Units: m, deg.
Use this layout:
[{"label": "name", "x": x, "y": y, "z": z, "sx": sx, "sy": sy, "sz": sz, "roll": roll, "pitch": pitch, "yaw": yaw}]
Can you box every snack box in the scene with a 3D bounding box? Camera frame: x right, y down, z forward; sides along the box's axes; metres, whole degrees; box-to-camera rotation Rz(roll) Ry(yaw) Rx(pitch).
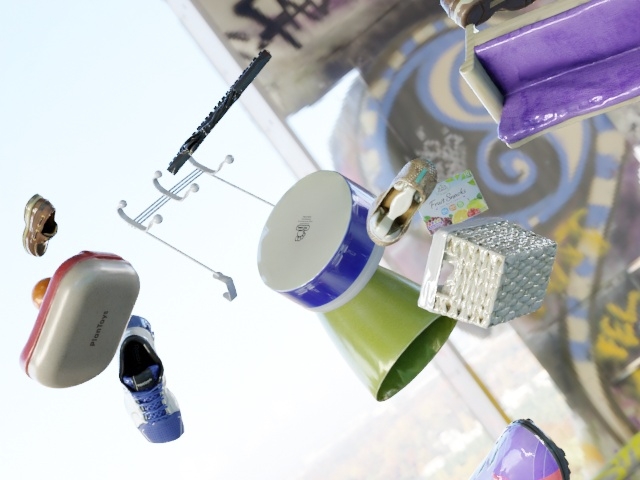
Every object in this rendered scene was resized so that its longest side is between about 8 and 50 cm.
[{"label": "snack box", "x": 0.290, "y": -0.085, "z": 2.205, "sx": 0.141, "sy": 0.100, "sz": 0.037, "roll": -26, "pitch": -4, "yaw": 12}]

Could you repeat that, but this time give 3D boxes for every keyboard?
[{"label": "keyboard", "x": -0.207, "y": -0.258, "z": 1.985, "sx": 0.317, "sy": 0.033, "sz": 0.201, "roll": -50, "pitch": 10, "yaw": 8}]

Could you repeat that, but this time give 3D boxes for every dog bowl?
[{"label": "dog bowl", "x": 0.000, "y": 0.000, "z": 1.908, "sx": 0.104, "sy": 0.265, "sz": 0.265, "roll": 31, "pitch": -60, "yaw": -35}]

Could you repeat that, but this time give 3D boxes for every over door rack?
[{"label": "over door rack", "x": -0.228, "y": -0.059, "z": 2.048, "sx": 0.239, "sy": 0.324, "sz": 0.108, "roll": -44, "pitch": -22, "yaw": -31}]

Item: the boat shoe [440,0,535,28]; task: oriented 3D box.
[{"label": "boat shoe", "x": 0.352, "y": -0.514, "z": 1.993, "sx": 0.257, "sy": 0.095, "sz": 0.095, "roll": -25, "pitch": -38, "yaw": -29}]

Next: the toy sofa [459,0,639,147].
[{"label": "toy sofa", "x": 0.418, "y": -0.302, "z": 1.582, "sx": 0.362, "sy": 0.177, "sz": 0.150, "roll": -17, "pitch": -42, "yaw": 30}]

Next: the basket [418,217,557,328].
[{"label": "basket", "x": 0.221, "y": 0.042, "z": 1.281, "sx": 0.167, "sy": 0.103, "sz": 0.113, "roll": -9, "pitch": -64, "yaw": -50}]

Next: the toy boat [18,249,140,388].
[{"label": "toy boat", "x": -0.389, "y": 0.109, "z": 1.511, "sx": 0.151, "sy": 0.151, "sz": 0.231, "roll": 9, "pitch": -71, "yaw": -54}]

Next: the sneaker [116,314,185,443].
[{"label": "sneaker", "x": -0.413, "y": 0.343, "z": 2.296, "sx": 0.127, "sy": 0.315, "sz": 0.182, "roll": -17, "pitch": 12, "yaw": -7}]

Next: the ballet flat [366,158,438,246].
[{"label": "ballet flat", "x": 0.112, "y": -0.046, "z": 1.521, "sx": 0.067, "sy": 0.073, "sz": 0.206, "roll": -52, "pitch": -8, "yaw": -42}]

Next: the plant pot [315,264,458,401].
[{"label": "plant pot", "x": 0.115, "y": 0.166, "z": 2.230, "sx": 0.275, "sy": 0.293, "sz": 0.275, "roll": -40, "pitch": -23, "yaw": -21}]

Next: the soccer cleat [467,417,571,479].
[{"label": "soccer cleat", "x": 0.227, "y": 0.335, "z": 1.261, "sx": 0.116, "sy": 0.108, "sz": 0.318, "roll": -30, "pitch": -26, "yaw": -24}]

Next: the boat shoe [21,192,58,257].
[{"label": "boat shoe", "x": -0.590, "y": -0.021, "z": 2.086, "sx": 0.064, "sy": 0.060, "sz": 0.178, "roll": -56, "pitch": -10, "yaw": -42}]
